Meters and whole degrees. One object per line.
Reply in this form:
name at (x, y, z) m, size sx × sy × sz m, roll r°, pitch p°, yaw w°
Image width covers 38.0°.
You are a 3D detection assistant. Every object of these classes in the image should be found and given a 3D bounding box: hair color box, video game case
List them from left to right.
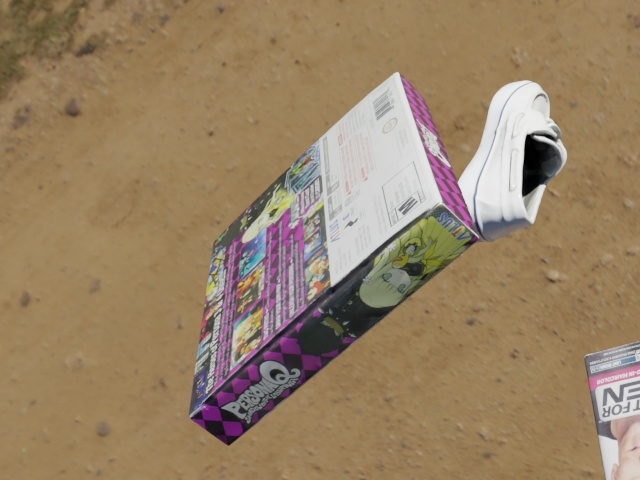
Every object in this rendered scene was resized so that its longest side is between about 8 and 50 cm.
video game case at (0.000, 0.000, 0.642) m, size 0.210 × 0.042 × 0.232 m, roll -41°, pitch 22°, yaw 17°
hair color box at (0.588, 0.354, 1.622) m, size 0.174 × 0.105 × 0.347 m, roll -24°, pitch 60°, yaw 38°

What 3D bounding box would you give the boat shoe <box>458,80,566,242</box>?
boat shoe at (0.221, -0.089, 0.994) m, size 0.084 × 0.095 × 0.258 m, roll -8°, pitch 39°, yaw 34°
